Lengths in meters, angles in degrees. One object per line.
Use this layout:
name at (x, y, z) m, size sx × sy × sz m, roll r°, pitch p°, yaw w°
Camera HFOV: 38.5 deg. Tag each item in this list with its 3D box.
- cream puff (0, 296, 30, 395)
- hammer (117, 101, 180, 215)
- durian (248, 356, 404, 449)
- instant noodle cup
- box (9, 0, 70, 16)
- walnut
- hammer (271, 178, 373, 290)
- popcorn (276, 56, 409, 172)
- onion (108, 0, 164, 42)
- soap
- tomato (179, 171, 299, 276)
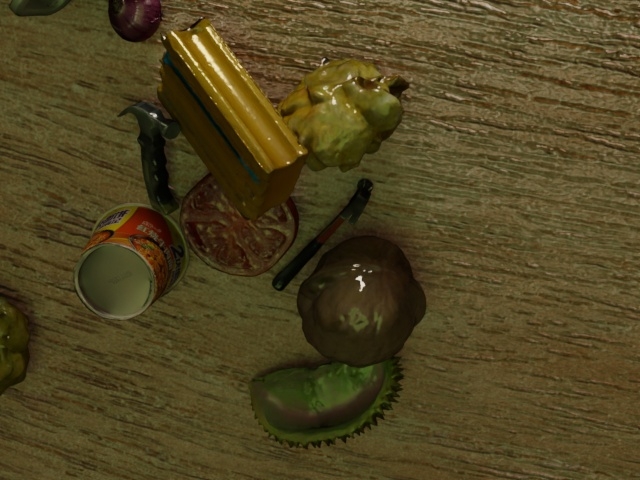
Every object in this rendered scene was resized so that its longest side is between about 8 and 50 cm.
cream puff at (-0.743, 0.221, 1.911) m, size 0.282 × 0.185 × 0.281 m, roll 4°, pitch 115°, yaw 8°
hammer at (-0.319, -0.158, 1.757) m, size 0.159 × 0.041 × 0.226 m, roll 31°, pitch 138°, yaw 37°
durian at (0.018, 0.323, 1.885) m, size 0.356 × 0.157 × 0.169 m, roll -22°, pitch 100°, yaw 18°
instant noodle cup at (-0.380, 0.051, 1.805) m, size 0.213 × 0.174 × 0.213 m, roll 2°, pitch 111°, yaw 5°
box at (-0.455, -0.558, 1.578) m, size 0.312 × 0.175 × 0.182 m, roll -39°, pitch 95°, yaw 19°
walnut at (0.078, 0.114, 1.739) m, size 0.249 × 0.248 × 0.248 m, roll 2°, pitch 112°, yaw 5°
hammer at (-0.001, 0.000, 1.796) m, size 0.033 × 0.111 × 0.287 m, roll 38°, pitch 119°, yaw -10°
popcorn at (0.035, -0.230, 1.621) m, size 0.266 × 0.233 × 0.192 m, roll -15°, pitch 106°, yaw 40°
onion at (-0.330, -0.417, 1.659) m, size 0.105 × 0.115 × 0.115 m, roll -1°, pitch 121°, yaw -42°
soap at (-0.164, -0.211, 1.613) m, size 0.324 × 0.096 × 0.204 m, roll 54°, pitch 154°, yaw 12°
tomato at (-0.152, -0.051, 1.783) m, size 0.237 × 0.095 × 0.236 m, roll 4°, pitch 114°, yaw 9°
